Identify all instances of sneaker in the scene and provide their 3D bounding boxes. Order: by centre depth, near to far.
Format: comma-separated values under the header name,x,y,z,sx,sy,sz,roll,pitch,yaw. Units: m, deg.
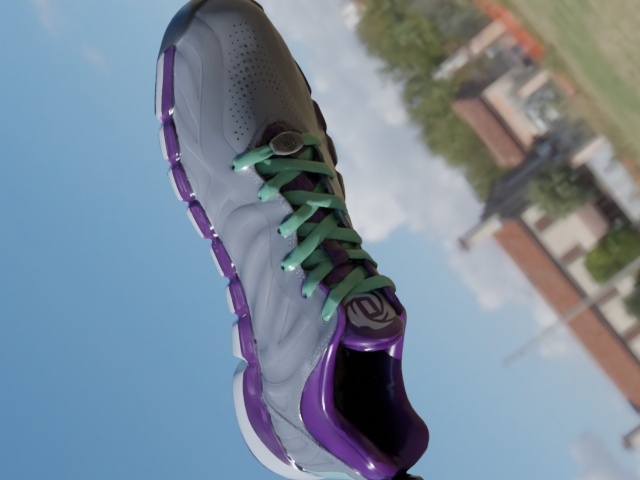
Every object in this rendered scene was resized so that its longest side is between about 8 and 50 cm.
name,x,y,z,sx,sy,sz,roll,pitch,yaw
sneaker,0.000,0.000,0.595,0.098,0.083,0.223,4,113,53
